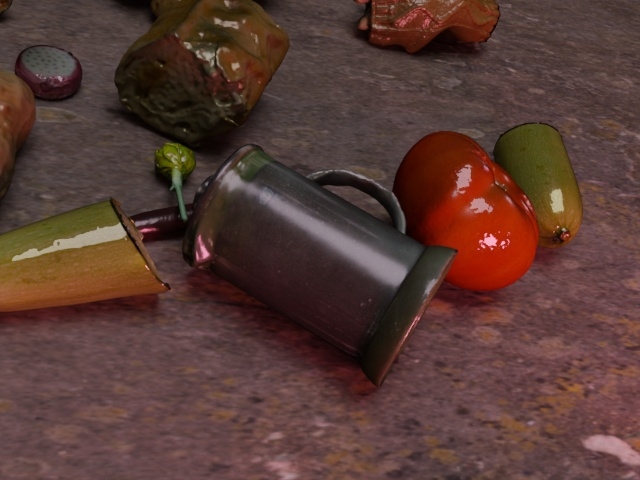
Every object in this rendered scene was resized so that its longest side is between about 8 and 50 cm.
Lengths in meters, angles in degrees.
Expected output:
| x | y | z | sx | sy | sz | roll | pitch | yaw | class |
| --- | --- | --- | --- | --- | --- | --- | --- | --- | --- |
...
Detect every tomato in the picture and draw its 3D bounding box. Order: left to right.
| x | y | z | sx | sy | sz | roll | pitch | yaw | class |
| --- | --- | --- | --- | --- | --- | --- | --- | --- | --- |
| 0.207 | -0.043 | 1.178 | 0.260 | 0.180 | 0.260 | 45 | 17 | -18 | tomato |

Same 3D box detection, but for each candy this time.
| x | y | z | sx | sy | sz | roll | pitch | yaw | class |
| --- | --- | --- | --- | --- | --- | --- | --- | --- | --- |
| -0.430 | -0.268 | 1.244 | 0.103 | 0.043 | 0.103 | 13 | 42 | -12 | candy |
| -0.203 | -0.081 | 1.120 | 0.062 | 0.058 | 0.194 | -8 | 35 | -10 | candy |

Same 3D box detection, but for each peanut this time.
| x | y | z | sx | sy | sz | roll | pitch | yaw | class |
| --- | --- | --- | --- | --- | --- | --- | --- | --- | --- |
| -0.455 | -0.124 | 1.024 | 0.130 | 0.130 | 0.290 | 10 | 42 | -15 | peanut |

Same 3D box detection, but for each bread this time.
| x | y | z | sx | sy | sz | roll | pitch | yaw | class |
| --- | --- | --- | --- | --- | --- | --- | --- | --- | --- |
| -0.185 | -0.290 | 1.274 | 0.196 | 0.238 | 0.252 | 57 | 40 | -24 | bread |

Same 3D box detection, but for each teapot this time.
| x | y | z | sx | sy | sz | roll | pitch | yaw | class |
| --- | --- | --- | --- | --- | --- | --- | --- | --- | --- |
| 0.000 | 0.000 | 1.041 | 0.337 | 0.200 | 0.270 | 30 | 54 | 10 | teapot |

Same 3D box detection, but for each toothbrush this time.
| x | y | z | sx | sy | sz | roll | pitch | yaw | class |
| --- | --- | --- | --- | --- | --- | --- | --- | --- | --- |
| -0.215 | -0.025 | 1.095 | 0.363 | 0.041 | 0.041 | -13 | 53 | -33 | toothbrush |

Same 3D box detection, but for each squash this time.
| x | y | z | sx | sy | sz | roll | pitch | yaw | class |
| --- | --- | --- | --- | --- | --- | --- | --- | --- | --- |
| -0.332 | 0.019 | 0.935 | 0.287 | 0.137 | 0.137 | -7 | 50 | -27 | squash |
| 0.377 | -0.082 | 1.352 | 0.132 | 0.133 | 0.247 | 14 | 43 | -10 | squash |

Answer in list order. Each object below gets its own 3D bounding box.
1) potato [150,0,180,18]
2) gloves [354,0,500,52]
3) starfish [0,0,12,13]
| x | y | z | sx | sy | sz | roll | pitch | yaw | class |
| --- | --- | --- | --- | --- | --- | --- | --- | --- | --- |
| -0.233 | -0.445 | 1.483 | 0.170 | 0.080 | 0.107 | -12 | 22 | -33 | potato |
| 0.227 | -0.514 | 1.709 | 0.356 | 0.155 | 0.203 | -7 | 46 | -25 | gloves |
| -0.643 | -0.391 | 1.214 | 0.303 | 0.113 | 0.312 | 21 | 31 | -29 | starfish |
